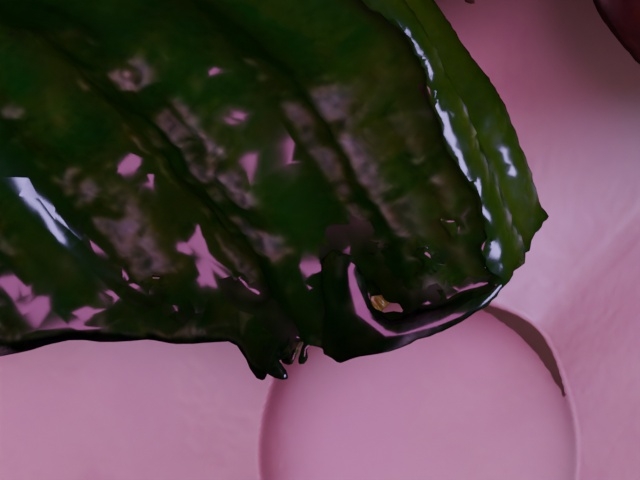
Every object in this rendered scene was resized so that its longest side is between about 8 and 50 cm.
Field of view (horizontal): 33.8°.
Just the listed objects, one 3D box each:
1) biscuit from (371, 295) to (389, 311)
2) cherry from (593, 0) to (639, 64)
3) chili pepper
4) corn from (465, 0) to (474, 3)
[{"bbox_3d":[0.000,0.000,0.462,0.084,0.023,0.083,1,85,-7],"label":"biscuit"},{"bbox_3d":[0.239,-0.196,0.363,0.327,0.291,0.334,-5,83,34],"label":"cherry"},{"bbox_3d":[-0.098,-0.099,0.383,0.385,0.213,0.167,42,39,-11],"label":"chili pepper"},{"bbox_3d":[-0.031,-0.239,0.403,0.126,0.127,0.335,-45,109,-8],"label":"corn"}]
